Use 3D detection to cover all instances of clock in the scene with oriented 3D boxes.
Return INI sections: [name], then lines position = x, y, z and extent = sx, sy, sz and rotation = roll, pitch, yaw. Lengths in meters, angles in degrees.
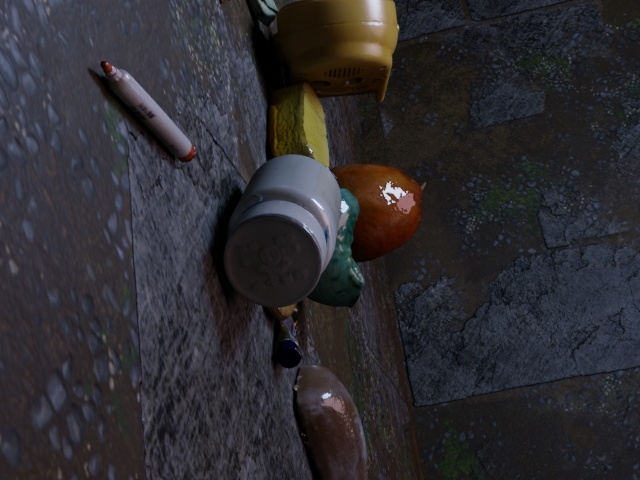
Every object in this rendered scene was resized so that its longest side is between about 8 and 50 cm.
[clock]
position = 0.034, -0.375, 1.759
extent = 0.317, 0.244, 0.200
rotation = 166, -84, -86

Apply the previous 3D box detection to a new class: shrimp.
[shrimp]
position = -0.064, 0.064, 1.367
extent = 0.095, 0.045, 0.162
rotation = 55, 18, -8

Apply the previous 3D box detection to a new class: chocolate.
[chocolate]
position = 0.031, 0.317, 1.441
extent = 0.161, 0.083, 0.261
rotation = -85, 160, -68

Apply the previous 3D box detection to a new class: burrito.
[burrito]
position = -0.113, -0.456, 1.707
extent = 0.074, 0.044, 0.118
rotation = -80, 156, -49

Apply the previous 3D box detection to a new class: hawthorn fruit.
[hawthorn fruit]
position = 0.112, -0.073, 1.891
extent = 0.210, 0.262, 0.210
rotation = 159, -90, -82

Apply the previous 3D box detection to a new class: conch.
[conch]
position = -0.003, -0.002, 1.531
extent = 0.196, 0.134, 0.202
rotation = 117, -30, -49

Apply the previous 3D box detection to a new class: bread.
[bread]
position = -0.045, -0.193, 1.640
extent = 0.245, 0.094, 0.102
rotation = -94, 159, -46

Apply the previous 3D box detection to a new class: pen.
[pen]
position = -0.175, -0.130, 0.930
extent = 0.218, 0.026, 0.026
rotation = 54, 25, -69

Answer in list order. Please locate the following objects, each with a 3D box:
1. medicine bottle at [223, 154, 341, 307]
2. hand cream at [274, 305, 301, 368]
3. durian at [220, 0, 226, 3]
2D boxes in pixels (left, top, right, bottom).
[medicine bottle]
position = -0.047, -0.018, 1.204
extent = 0.258, 0.143, 0.143
rotation = -79, 155, -71
[hand cream]
position = -0.047, 0.144, 1.357
extent = 0.163, 0.039, 0.062
rotation = -92, 166, -74
[durian]
position = -0.139, -0.548, 1.486
extent = 0.186, 0.154, 0.260
rotation = -134, -148, -57
